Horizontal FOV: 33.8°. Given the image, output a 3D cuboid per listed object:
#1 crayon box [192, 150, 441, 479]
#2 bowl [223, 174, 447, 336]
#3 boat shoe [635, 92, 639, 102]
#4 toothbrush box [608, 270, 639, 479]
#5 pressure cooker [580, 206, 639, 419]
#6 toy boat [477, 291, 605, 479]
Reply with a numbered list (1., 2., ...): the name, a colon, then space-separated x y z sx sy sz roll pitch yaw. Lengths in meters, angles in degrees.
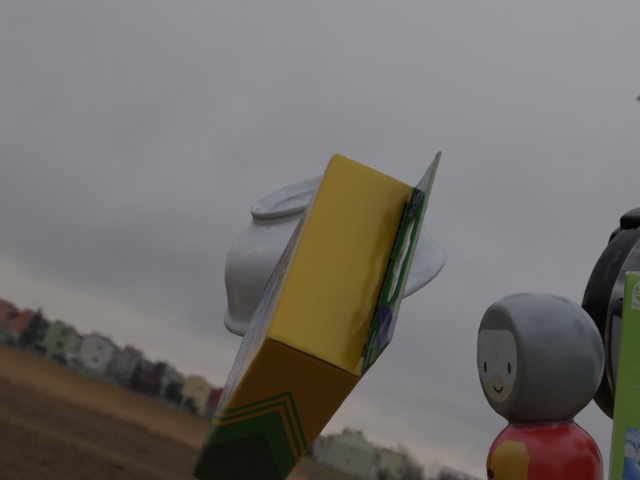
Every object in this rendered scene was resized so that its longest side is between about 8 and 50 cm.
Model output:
1. crayon box: -0.011 0.072 0.916 0.083 0.203 0.323 24 -39 -5
2. bowl: 0.000 0.000 1.319 0.298 0.134 0.298 -16 15 4
3. boat shoe: 0.344 -0.146 1.062 0.035 0.035 0.100 39 14 4
4. toothbrush box: 0.340 0.177 0.971 0.122 0.283 0.206 3 -4 23
5. pressure cooker: 0.589 0.142 1.542 0.375 0.369 0.420 35 -14 -32
6. toy boat: 0.212 0.083 0.448 0.318 0.148 0.267 -8 -10 33
